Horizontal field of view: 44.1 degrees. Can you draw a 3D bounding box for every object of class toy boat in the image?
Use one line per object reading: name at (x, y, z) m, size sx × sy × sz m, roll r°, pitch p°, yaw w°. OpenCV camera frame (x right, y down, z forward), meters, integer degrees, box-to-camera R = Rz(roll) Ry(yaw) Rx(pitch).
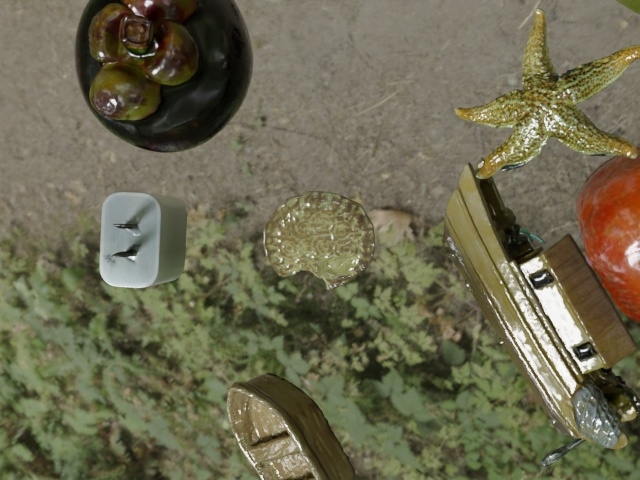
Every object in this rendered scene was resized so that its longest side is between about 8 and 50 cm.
toy boat at (-0.043, 0.244, 0.974) m, size 0.116 × 0.061 × 0.188 m, roll -28°, pitch 94°, yaw 46°
toy boat at (0.318, 0.086, 1.123) m, size 0.162 × 0.136 × 0.445 m, roll -34°, pitch 86°, yaw 33°

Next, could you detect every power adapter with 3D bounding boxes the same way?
power adapter at (-0.360, -0.003, 1.586) m, size 0.124 × 0.255 × 0.187 m, roll 2°, pitch 91°, yaw 5°

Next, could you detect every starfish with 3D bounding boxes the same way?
starfish at (0.240, -0.158, 0.839) m, size 0.208 × 0.053 × 0.176 m, roll -12°, pitch 85°, yaw 23°

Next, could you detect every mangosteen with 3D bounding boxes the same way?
mangosteen at (-0.228, -0.265, 1.119) m, size 0.275 × 0.302 × 0.275 m, roll 0°, pitch 91°, yaw 2°

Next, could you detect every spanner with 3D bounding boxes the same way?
spanner at (0.448, 0.276, 1.215) m, size 0.015 × 0.254 × 0.054 m, roll 58°, pitch -179°, yaw 23°

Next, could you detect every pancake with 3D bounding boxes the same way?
pancake at (0.000, 0.000, 1.610) m, size 0.235 × 0.029 × 0.212 m, roll 24°, pitch 109°, yaw -14°

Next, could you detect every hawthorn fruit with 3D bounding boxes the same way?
hawthorn fruit at (0.458, -0.027, 0.960) m, size 0.272 × 0.242 × 0.242 m, roll -32°, pitch 96°, yaw 35°

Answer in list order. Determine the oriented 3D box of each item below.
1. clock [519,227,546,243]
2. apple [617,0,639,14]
clock at (0.372, 0.001, 1.567) m, size 0.135 × 0.101 × 0.041 m, roll -15°, pitch 75°, yaw 47°
apple at (0.660, -0.561, 1.417) m, size 0.357 × 0.357 × 0.357 m, roll 17°, pitch 125°, yaw 26°
